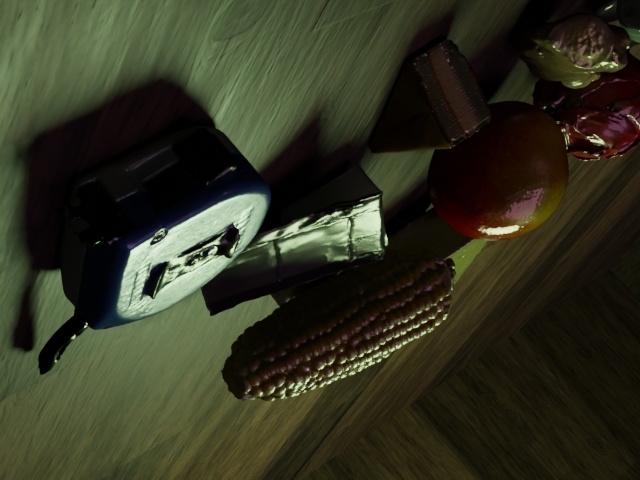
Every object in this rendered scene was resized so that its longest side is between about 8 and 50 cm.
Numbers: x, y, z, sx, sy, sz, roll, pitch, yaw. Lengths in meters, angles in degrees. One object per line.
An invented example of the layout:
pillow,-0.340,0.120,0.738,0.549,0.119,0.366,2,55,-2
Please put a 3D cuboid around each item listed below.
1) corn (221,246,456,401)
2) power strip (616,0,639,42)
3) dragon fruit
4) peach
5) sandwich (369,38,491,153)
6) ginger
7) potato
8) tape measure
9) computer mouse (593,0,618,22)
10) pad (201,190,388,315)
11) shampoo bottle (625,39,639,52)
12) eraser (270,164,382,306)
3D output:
corn,0.032,0.105,1.719,0.347,0.130,0.130,-25,160,-23
power strip,0.494,-0.361,1.628,0.141,0.229,0.261,17,87,-71
dragon fruit,0.390,-0.193,1.915,0.172,0.172,0.209,-48,165,25
peach,0.228,-0.089,1.804,0.197,0.197,0.197,-37,164,-12
sandwich,0.108,-0.170,1.594,0.079,0.113,0.163,-34,-162,-27
ginger,0.309,-0.240,1.711,0.213,0.137,0.074,-165,-88,-88
potato,0.100,0.056,2.033,0.255,0.112,0.269,-25,156,-35
tape measure,-0.169,0.026,1.330,0.215,0.098,0.351,-31,164,-29
computer mouse,0.459,-0.372,1.798,0.232,0.057,0.120,-46,165,19
pad,-0.033,0.015,1.580,0.233,0.022,0.174,-19,154,-3
shampoo bottle,0.481,-0.324,2.043,0.048,0.027,0.137,-20,158,-20
eraser,0.000,0.000,1.707,0.124,0.068,0.210,-30,162,-22
